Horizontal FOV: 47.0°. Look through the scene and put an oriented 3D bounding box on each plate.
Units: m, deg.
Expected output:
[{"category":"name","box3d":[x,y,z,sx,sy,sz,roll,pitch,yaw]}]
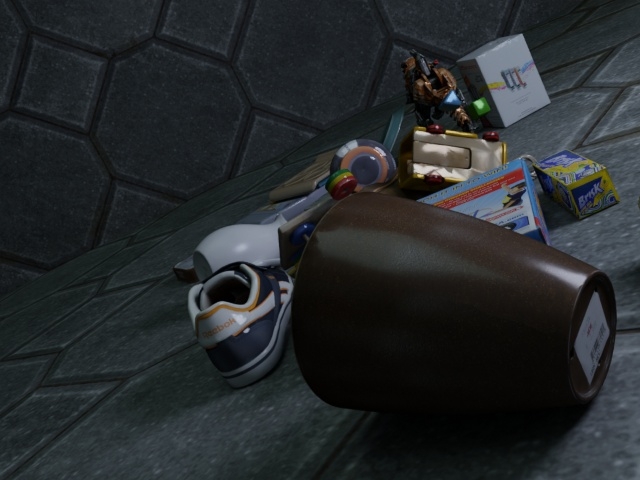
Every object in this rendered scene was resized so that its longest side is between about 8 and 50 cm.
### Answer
[{"category":"plate","box3d":[0.161,-0.243,1.786,0.188,0.024,0.188,-160,90,-88]}]

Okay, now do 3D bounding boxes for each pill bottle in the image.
[{"category":"pill bottle","box3d":[0.084,-0.130,1.443,0.130,0.130,0.245,-26,0,3]}]

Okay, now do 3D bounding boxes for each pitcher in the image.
[{"category":"pitcher","box3d":[-0.123,0.029,1.410,0.207,0.125,0.178,-22,25,-30]}]

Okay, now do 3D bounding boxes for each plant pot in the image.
[{"category":"plant pot","box3d":[0.130,0.068,0.656,0.230,0.215,0.215,6,32,39]}]

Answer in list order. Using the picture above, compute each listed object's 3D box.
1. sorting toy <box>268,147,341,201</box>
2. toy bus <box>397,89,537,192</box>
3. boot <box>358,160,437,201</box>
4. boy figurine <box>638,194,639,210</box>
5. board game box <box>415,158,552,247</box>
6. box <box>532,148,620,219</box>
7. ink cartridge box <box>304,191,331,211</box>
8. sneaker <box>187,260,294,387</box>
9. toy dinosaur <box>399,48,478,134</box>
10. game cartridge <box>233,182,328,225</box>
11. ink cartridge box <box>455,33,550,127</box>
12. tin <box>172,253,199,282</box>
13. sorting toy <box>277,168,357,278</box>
[{"category":"sorting toy","box3d":[-0.008,-0.164,1.841,0.208,0.038,0.193,-42,20,-34]},{"category":"toy bus","box3d":[0.229,-0.127,1.243,0.191,0.202,0.104,-40,-1,-17]},{"category":"boot","box3d":[0.173,-0.076,1.328,0.115,0.112,0.305,16,30,25]},{"category":"boy figurine","box3d":[0.420,-0.031,0.654,0.285,0.092,0.177,-11,21,50]},{"category":"board game box","box3d":[0.145,0.023,0.971,0.308,0.086,0.302,-22,14,19]},{"category":"box","box3d":[0.355,-0.083,1.038,0.059,0.054,0.169,-25,13,7]},{"category":"ink cartridge box","box3d":[0.037,-0.081,1.619,0.088,0.052,0.122,-12,22,47]},{"category":"sneaker","box3d":[-0.114,0.084,1.105,0.126,0.127,0.321,-30,16,7]},{"category":"toy dinosaur","box3d":[0.257,-0.319,1.678,0.164,0.218,0.322,-15,33,18]},{"category":"game cartridge","box3d":[-0.063,-0.088,1.834,0.297,0.062,0.198,-33,11,-25]},{"category":"ink cartridge box","box3d":[0.419,-0.368,1.698,0.127,0.176,0.128,-28,14,-5]},{"category":"tin","box3d":[-0.290,0.058,1.755,0.106,0.040,0.189,-37,17,-23]},{"category":"sorting toy","box3d":[0.000,0.000,1.193,0.132,0.046,0.274,-31,-23,-16]}]
